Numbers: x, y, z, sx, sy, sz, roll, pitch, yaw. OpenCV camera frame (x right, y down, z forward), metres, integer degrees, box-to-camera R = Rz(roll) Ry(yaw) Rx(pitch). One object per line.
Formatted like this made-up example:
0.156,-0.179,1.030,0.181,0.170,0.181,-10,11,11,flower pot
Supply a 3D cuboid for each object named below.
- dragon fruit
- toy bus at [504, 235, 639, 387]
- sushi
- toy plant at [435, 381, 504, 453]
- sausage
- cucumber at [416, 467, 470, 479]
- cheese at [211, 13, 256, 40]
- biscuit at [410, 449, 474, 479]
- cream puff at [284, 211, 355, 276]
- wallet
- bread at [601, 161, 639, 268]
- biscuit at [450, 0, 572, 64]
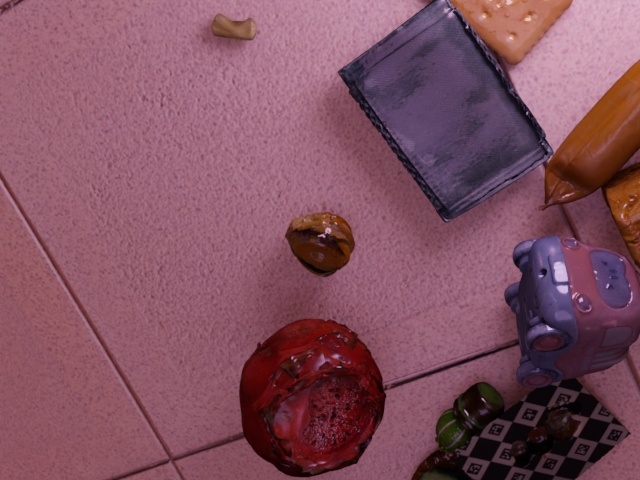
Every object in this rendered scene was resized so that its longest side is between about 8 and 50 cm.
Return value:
-0.012,0.295,1.707,0.296,0.301,0.295,2,107,5,dragon fruit
0.457,0.126,1.570,0.232,0.197,0.294,-2,143,2,toy bus
0.427,0.394,1.766,0.290,0.050,0.264,-43,115,11,sushi
0.291,0.361,1.777,0.093,0.093,0.162,34,115,-3,toy plant
0.488,-0.174,1.519,0.112,0.112,0.328,37,114,-4,sausage
0.297,0.533,1.810,0.193,0.115,0.085,41,69,-8,cucumber
-0.155,-0.386,1.610,0.083,0.030,0.044,9,119,14,cheese
0.334,0.552,1.873,0.306,0.038,0.305,4,112,10,biscuit
0.000,0.000,1.689,0.133,0.104,0.119,20,146,11,cream puff
0.222,-0.228,1.569,0.237,0.075,0.342,-34,102,20,wallet
0.582,-0.053,1.532,0.158,0.149,0.143,-28,105,14,bread
0.284,-0.426,1.503,0.250,0.030,0.160,39,113,-5,biscuit
